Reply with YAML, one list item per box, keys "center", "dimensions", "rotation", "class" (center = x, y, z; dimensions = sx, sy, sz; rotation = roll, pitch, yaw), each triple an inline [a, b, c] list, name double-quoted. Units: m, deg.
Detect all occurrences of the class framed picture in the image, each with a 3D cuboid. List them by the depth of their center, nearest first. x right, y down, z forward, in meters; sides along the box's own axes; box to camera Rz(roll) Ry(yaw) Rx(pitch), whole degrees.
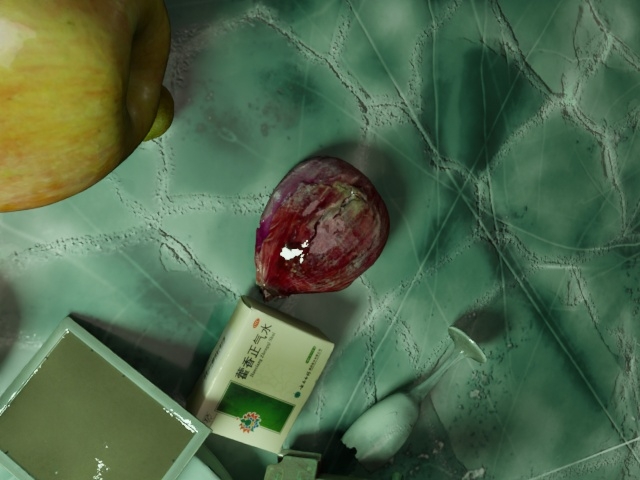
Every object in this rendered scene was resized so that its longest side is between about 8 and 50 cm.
- center: [-0.343, 0.289, 0.827]
  dimensions: [0.293, 0.018, 0.231]
  rotation: [36, 82, 9]
  class: "framed picture"

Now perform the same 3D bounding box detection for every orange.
- center: [-0.267, -0.198, 0.839]
  dimensions: [0.085, 0.085, 0.095]
  rotation: [13, 89, -21]
  class: "orange"

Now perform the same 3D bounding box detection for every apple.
- center: [-0.366, -0.223, 0.639]
  dimensions: [0.347, 0.391, 0.391]
  rotation: [9, 92, 3]
  class: "apple"

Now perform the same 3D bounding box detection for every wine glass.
- center: [0.232, 0.354, 1.014]
  dimensions: [0.309, 0.096, 0.264]
  rotation: [-42, 66, -12]
  class: "wine glass"

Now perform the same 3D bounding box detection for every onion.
- center: [0.000, 0.000, 0.941]
  dimensions: [0.227, 0.120, 0.283]
  rotation: [41, 81, -14]
  class: "onion"

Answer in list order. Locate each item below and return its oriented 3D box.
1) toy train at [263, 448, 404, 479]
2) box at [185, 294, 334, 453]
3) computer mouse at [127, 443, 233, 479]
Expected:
- center: [0.033, 0.464, 0.891]
  dimensions: [0.305, 0.221, 0.150]
  rotation: [4, 121, 9]
  class: "toy train"
- center: [-0.104, 0.223, 0.929]
  dimensions: [0.168, 0.095, 0.212]
  rotation: [27, 91, -19]
  class: "box"
- center: [-0.230, 0.420, 0.908]
  dimensions: [0.159, 0.097, 0.288]
  rotation: [-37, 112, -14]
  class: "computer mouse"
